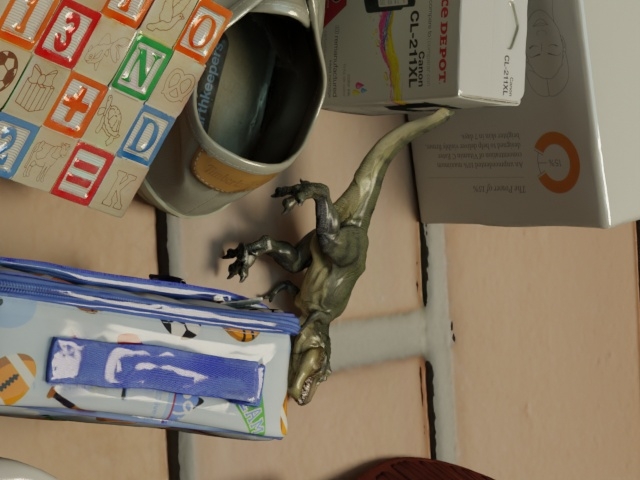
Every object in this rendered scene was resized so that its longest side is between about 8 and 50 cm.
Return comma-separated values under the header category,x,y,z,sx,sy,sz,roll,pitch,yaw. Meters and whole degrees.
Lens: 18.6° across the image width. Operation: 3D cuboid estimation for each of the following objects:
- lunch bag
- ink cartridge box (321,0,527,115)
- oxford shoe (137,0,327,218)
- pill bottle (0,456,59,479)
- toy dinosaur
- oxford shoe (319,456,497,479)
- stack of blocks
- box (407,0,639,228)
category,x,y,z,sx,sy,sz,roll,pitch,yaw
lunch bag,-0.167,0.070,1.323,0.303,0.243,0.115,9,85,-39
ink cartridge box,0.077,-0.169,1.570,0.072,0.175,0.127,4,87,-40
oxford shoe,-0.049,-0.237,1.494,0.169,0.130,0.449,14,81,-38
pill bottle,-0.280,0.202,1.178,0.176,0.318,0.176,-2,93,-40
toy dinosaur,0.000,0.000,1.554,0.118,0.064,0.268,12,111,-36
oxford shoe,0.057,0.267,1.629,0.348,0.123,0.130,2,118,-43
stack of blocks,-0.205,-0.136,1.295,0.297,0.087,0.171,20,101,-58
box,0.192,-0.193,1.642,0.168,0.215,0.345,-14,101,-40
